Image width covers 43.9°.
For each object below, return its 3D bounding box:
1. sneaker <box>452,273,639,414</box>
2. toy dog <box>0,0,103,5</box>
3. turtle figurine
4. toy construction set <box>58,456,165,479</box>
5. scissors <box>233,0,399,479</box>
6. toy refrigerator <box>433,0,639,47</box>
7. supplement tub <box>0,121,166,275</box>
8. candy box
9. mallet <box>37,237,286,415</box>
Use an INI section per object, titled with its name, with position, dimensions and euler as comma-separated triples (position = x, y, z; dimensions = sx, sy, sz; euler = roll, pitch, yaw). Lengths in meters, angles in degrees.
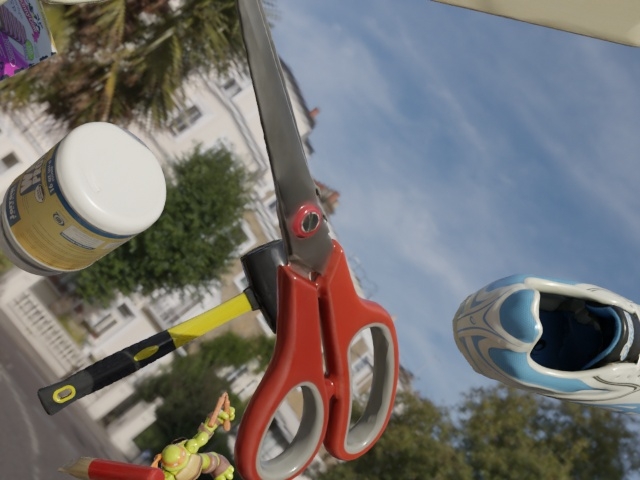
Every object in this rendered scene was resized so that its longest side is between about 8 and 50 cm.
[sneaker]
position = 0.204, 0.075, 0.549
dimensions = 0.237, 0.085, 0.086
euler = 11, -13, -26
[toy dog]
position = -0.254, -0.445, 0.939
dimensions = 0.285, 0.395, 0.408
euler = 61, 14, -4
[turtle figurine]
position = -0.222, 0.375, 1.267
dimensions = 0.087, 0.269, 0.217
euler = 23, -25, 19
[toy construction set]
position = -0.304, 0.339, 0.746
dimensions = 0.237, 0.309, 0.257
euler = -2, -52, 35
[scissors]
position = 0.000, 0.000, 0.384
dimensions = 0.021, 0.109, 0.297
euler = 30, -51, 45
[toy refrigerator]
position = 0.162, -0.260, 0.701
dimensions = 0.269, 0.102, 0.094
euler = 14, -54, 4
[supplement tub]
position = -0.305, -0.045, 0.992
dimensions = 0.199, 0.144, 0.144
euler = -27, -76, 37
[candy box]
position = -0.525, -0.353, 1.289
dimensions = 0.233, 0.071, 0.159
euler = -80, 160, -65
[mallet]
position = -0.087, 0.070, 0.523
dimensions = 0.062, 0.189, 0.039
euler = 59, -15, -7
